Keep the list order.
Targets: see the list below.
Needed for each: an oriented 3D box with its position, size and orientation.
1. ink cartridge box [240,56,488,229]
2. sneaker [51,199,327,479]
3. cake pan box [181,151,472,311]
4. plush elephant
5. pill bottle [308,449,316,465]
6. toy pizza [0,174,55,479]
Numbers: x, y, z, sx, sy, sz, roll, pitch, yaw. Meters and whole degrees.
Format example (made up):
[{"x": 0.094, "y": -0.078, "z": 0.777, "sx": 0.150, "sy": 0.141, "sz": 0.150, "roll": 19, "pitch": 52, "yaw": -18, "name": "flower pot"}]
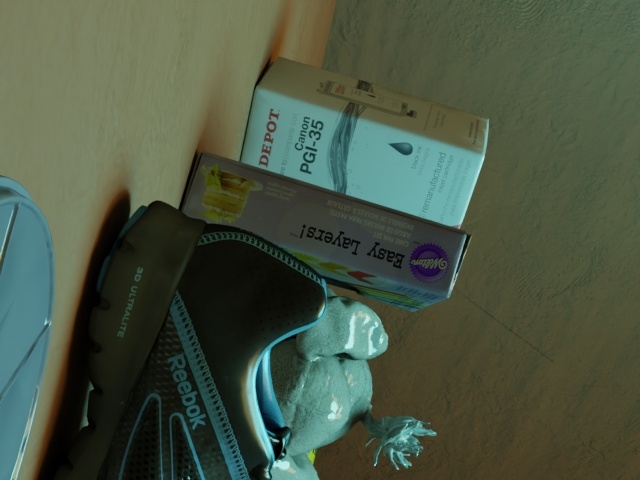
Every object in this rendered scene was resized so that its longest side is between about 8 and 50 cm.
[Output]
[{"x": 0.043, "y": -0.081, "z": 1.207, "sx": 0.117, "sy": 0.283, "sz": 0.207, "roll": -67, "pitch": 173, "yaw": -59, "name": "ink cartridge box"}, {"x": -0.097, "y": 0.154, "z": 0.613, "sx": 0.125, "sy": 0.139, "sz": 0.341, "roll": -86, "pitch": -168, "yaw": -77, "name": "sneaker"}, {"x": 0.000, "y": 0.000, "z": 0.943, "sx": 0.267, "sy": 0.245, "sz": 0.070, "roll": 113, "pitch": -4, "yaw": -83, "name": "cake pan box"}, {"x": -0.047, "y": 0.164, "z": 1.083, "sx": 0.272, "sy": 0.330, "sz": 0.255, "roll": -68, "pitch": 160, "yaw": -8, "name": "plush elephant"}, {"x": -0.086, "y": 0.229, "z": 1.327, "sx": 0.188, "sy": 0.188, "sz": 0.334, "roll": 104, "pitch": 1, "yaw": -71, "name": "pill bottle"}, {"x": -0.133, "y": 0.075, "z": 0.305, "sx": 0.201, "sy": 0.032, "sz": 0.201, "roll": -165, "pitch": -90, "yaw": -89, "name": "toy pizza"}]
